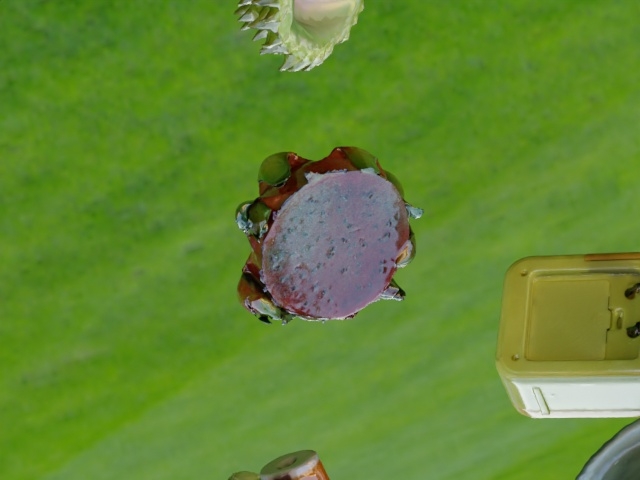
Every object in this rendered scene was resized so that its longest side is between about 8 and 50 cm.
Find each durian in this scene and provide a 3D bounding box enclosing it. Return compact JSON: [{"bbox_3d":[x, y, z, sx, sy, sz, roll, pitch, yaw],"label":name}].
[{"bbox_3d":[-0.003,-0.248,1.285,0.169,0.157,0.355,-18,157,-5],"label":"durian"}]

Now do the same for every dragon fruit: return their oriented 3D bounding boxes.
[{"bbox_3d":[0.000,0.000,1.176,0.138,0.142,0.175,-38,-166,-1],"label":"dragon fruit"}]

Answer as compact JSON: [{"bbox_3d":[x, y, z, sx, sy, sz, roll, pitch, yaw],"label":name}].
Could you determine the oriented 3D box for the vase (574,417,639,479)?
[{"bbox_3d":[0.397,0.347,1.721,0.245,0.291,0.245,-3,119,-6],"label":"vase"}]

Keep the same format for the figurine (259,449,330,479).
[{"bbox_3d":[0.039,0.239,0.920,0.143,0.271,0.143,-38,-178,2],"label":"figurine"}]

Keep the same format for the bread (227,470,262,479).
[{"bbox_3d":[-0.035,0.318,1.659,0.056,0.207,0.286,-23,166,-20],"label":"bread"}]

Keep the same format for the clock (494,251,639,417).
[{"bbox_3d":[0.272,0.088,1.580,0.202,0.143,0.096,-2,146,20],"label":"clock"}]
